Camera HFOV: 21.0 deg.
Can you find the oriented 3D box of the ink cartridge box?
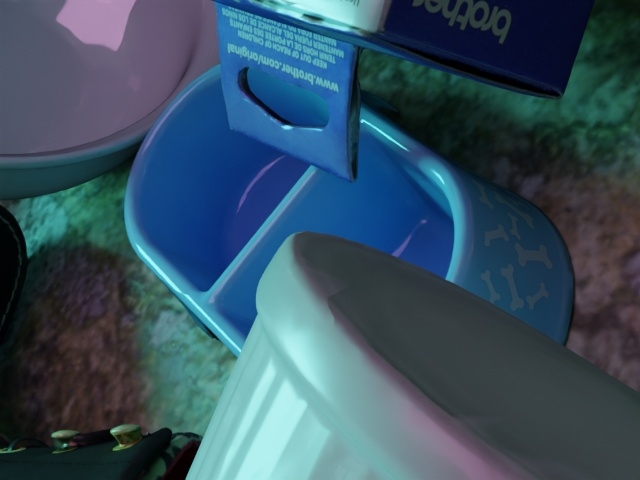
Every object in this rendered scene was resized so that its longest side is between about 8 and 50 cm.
[{"bbox_3d":[0.020,-0.235,0.819,0.270,0.151,0.395,25,98,43],"label":"ink cartridge box"}]

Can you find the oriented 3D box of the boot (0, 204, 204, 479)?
[{"bbox_3d":[-0.180,0.120,0.919,0.284,0.138,0.377,1,41,27],"label":"boot"}]

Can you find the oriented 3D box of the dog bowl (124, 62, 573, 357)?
[{"bbox_3d":[0.000,0.000,0.894,0.166,0.074,0.297,-51,43,1],"label":"dog bowl"}]

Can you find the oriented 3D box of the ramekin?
[{"bbox_3d":[0.069,0.121,0.625,0.127,0.273,0.273,-58,42,9],"label":"ramekin"}]

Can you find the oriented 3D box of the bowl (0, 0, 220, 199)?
[{"bbox_3d":[-0.208,-0.132,1.066,0.134,0.298,0.298,115,161,-55],"label":"bowl"}]
